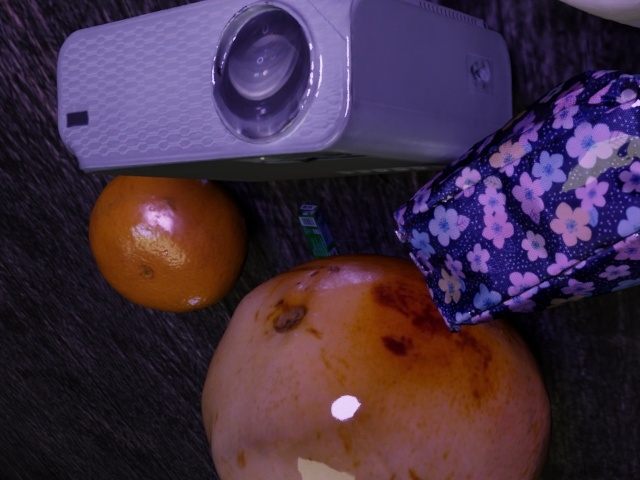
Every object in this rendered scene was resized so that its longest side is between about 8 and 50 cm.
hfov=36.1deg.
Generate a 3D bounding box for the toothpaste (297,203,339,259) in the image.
[{"bbox_3d":[0.000,0.000,0.939,0.020,0.017,0.083,5,139,27],"label":"toothpaste"}]

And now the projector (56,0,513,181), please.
[{"bbox_3d":[-0.026,-0.100,0.670,0.250,0.198,0.108,0,91,38],"label":"projector"}]

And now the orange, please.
[{"bbox_3d":[-0.143,-0.006,0.946,0.156,0.124,0.156,8,128,10],"label":"orange"}]

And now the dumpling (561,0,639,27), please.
[{"bbox_3d":[0.166,-0.169,0.489,0.166,0.126,0.216,51,152,35],"label":"dumpling"}]

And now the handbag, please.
[{"bbox_3d":[0.183,-0.034,0.610,0.228,0.208,0.127,-37,73,46],"label":"handbag"}]

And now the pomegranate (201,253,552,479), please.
[{"bbox_3d":[0.051,0.166,0.878,0.319,0.319,0.319,19,144,15],"label":"pomegranate"}]
